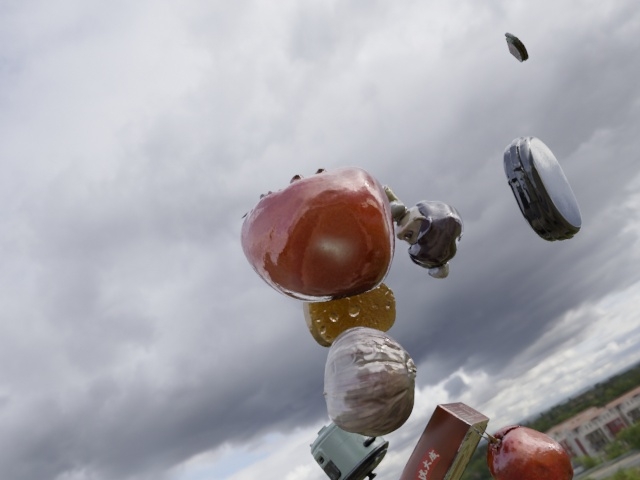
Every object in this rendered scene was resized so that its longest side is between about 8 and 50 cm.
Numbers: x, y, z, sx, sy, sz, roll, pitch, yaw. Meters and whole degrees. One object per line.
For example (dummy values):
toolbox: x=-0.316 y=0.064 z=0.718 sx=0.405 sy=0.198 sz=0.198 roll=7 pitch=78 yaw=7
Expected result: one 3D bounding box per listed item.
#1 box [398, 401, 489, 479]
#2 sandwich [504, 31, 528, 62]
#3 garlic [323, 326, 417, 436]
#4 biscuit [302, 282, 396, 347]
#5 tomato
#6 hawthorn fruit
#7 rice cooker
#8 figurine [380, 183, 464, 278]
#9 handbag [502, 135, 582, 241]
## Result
box: x=0.393 y=0.706 z=1.829 sx=0.345 sy=0.122 sz=0.385 roll=-62 pitch=-28 yaw=-1
sandwich: x=0.588 y=-0.575 z=1.696 sx=0.026 sy=0.069 sz=0.101 roll=-45 pitch=-44 yaw=2
garlic: x=0.141 y=0.390 z=1.544 sx=0.259 sy=0.318 sz=0.317 roll=-23 pitch=-25 yaw=6
biscuit: x=0.092 y=0.205 z=1.879 sx=0.343 sy=0.288 sz=0.057 roll=-8 pitch=-17 yaw=-30
tomato: x=0.000 y=0.000 z=1.189 sx=0.341 sy=0.273 sz=0.341 roll=-22 pitch=-4 yaw=-2
hawthorn fruit: x=0.555 y=0.614 z=1.581 sx=0.211 sy=0.299 sz=0.211 roll=-58 pitch=-8 yaw=-13
rice cooker: x=0.106 y=0.731 z=1.953 sx=0.241 sy=0.227 sz=0.281 roll=-18 pitch=-35 yaw=-47
figurine: x=0.252 y=-0.048 z=1.677 sx=0.364 sy=0.206 sz=0.218 roll=19 pitch=-29 yaw=-7
handbag: x=0.595 y=-0.139 z=1.530 sx=0.093 sy=0.308 sz=0.253 roll=-30 pitch=-16 yaw=39
